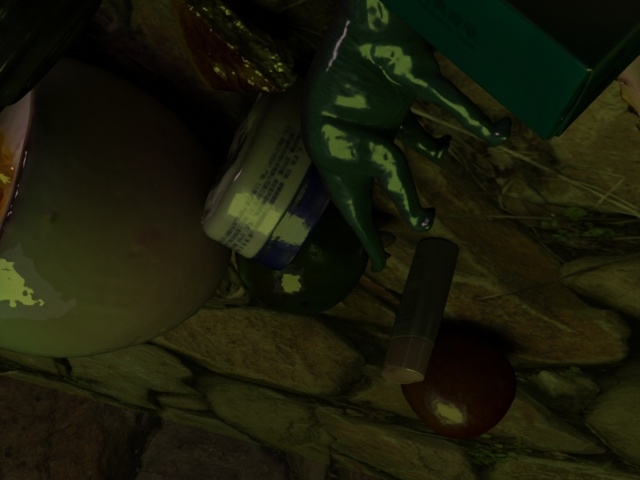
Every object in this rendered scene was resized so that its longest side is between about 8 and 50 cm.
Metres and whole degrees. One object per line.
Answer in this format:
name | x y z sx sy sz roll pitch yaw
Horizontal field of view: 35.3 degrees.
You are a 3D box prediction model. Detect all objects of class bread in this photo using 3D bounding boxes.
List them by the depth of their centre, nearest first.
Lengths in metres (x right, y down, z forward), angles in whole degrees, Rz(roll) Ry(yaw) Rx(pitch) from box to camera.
bread | -0.099 -0.196 1.050 0.154 0.054 0.136 44 156 -3

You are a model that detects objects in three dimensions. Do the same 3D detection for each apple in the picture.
apple | 0.228 0.235 1.659 0.168 0.181 0.181 42 155 0

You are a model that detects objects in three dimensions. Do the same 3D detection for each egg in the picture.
egg | -0.261 -0.021 1.228 0.340 0.354 0.355 18 160 -32

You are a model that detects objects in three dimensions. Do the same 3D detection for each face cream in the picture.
face cream | -0.048 -0.079 1.102 0.111 0.205 0.206 26 156 -9
face cream | 0.137 0.096 1.369 0.057 0.198 0.084 24 157 -16

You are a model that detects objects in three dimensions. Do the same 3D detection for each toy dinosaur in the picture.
toy dinosaur | -0.003 -0.155 0.915 0.331 0.129 0.383 24 127 -12

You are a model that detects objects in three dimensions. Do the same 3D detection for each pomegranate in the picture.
pomegranate | 0.000 0.002 1.312 0.225 0.186 0.187 -6 173 -36

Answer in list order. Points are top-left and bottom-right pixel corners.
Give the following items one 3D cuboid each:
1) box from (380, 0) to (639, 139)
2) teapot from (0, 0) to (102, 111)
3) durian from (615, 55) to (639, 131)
box | 0.116 -0.206 0.659 0.245 0.153 0.092 42 159 12
teapot | -0.314 -0.257 0.874 0.239 0.239 0.322 39 157 -14
durian | 0.281 -0.189 0.708 0.196 0.185 0.305 33 156 13
